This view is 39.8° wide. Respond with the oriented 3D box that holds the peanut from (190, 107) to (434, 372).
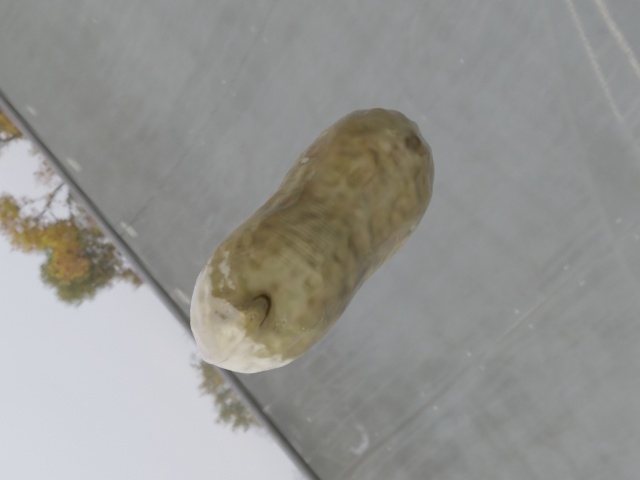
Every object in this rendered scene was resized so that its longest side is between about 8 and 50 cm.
[{"bbox_3d":[0.000,0.000,0.548,0.100,0.214,0.099,22,141,19],"label":"peanut"}]
